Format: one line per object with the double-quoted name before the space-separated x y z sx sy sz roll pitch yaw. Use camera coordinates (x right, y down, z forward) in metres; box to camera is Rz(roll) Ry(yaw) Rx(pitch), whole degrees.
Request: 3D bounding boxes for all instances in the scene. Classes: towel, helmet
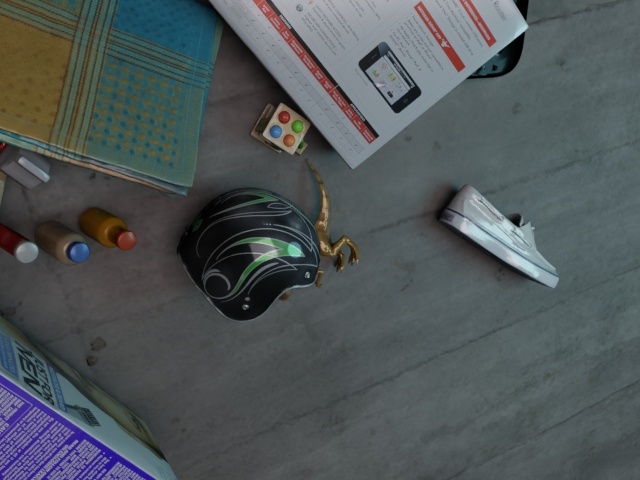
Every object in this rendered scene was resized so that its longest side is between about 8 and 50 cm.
"towel" -0.302 -0.223 0.720 0.370 0.040 0.271 17 68 -25
"helmet" -0.087 0.010 0.848 0.162 0.169 0.169 -38 114 5

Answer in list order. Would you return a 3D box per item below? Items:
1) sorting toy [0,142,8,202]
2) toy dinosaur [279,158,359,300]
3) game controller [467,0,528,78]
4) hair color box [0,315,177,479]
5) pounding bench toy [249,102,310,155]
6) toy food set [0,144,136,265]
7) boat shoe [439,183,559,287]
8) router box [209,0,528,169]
"sorting toy" -0.443 -0.045 0.728 0.132 0.046 0.274 9 98 -40
"toy dinosaur" 0.000 0.000 0.938 0.112 0.064 0.211 21 91 -25
"game controller" 0.174 -0.323 0.947 0.319 0.067 0.166 -8 104 -22
"hair color box" -0.327 0.210 0.740 0.110 0.185 0.338 -44 125 -11
"pounding bench toy" -0.043 -0.147 0.887 0.083 0.065 0.052 31 87 -26
"toy food set" -0.330 -0.039 0.721 0.111 0.105 0.232 -56 133 -14
"boat shoe" 0.317 -0.004 1.059 0.258 0.095 0.084 30 92 -27
"router box" 0.051 -0.312 0.822 0.301 0.082 0.335 -38 115 9
